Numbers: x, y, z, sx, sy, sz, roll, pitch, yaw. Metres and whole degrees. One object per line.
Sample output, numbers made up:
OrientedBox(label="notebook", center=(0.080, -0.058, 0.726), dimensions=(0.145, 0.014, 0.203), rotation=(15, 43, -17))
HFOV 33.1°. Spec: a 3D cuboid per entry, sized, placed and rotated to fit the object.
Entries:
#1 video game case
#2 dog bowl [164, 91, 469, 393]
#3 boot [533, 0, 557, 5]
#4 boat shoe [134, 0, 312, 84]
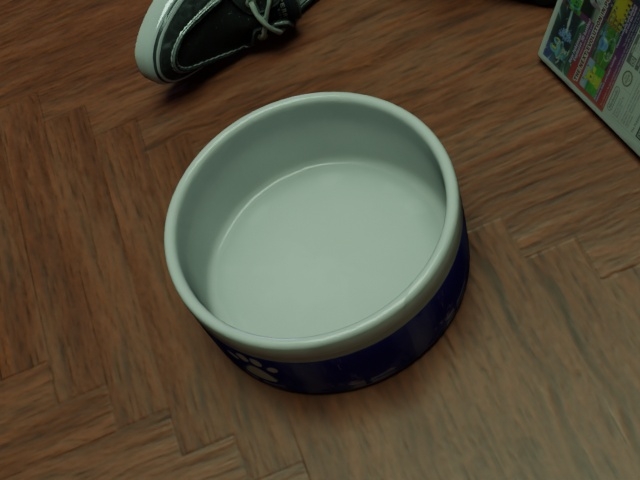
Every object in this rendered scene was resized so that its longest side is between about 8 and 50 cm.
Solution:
OrientedBox(label="video game case", center=(0.285, -0.196, 0.967), dimensions=(0.023, 0.201, 0.183), rotation=(-16, 52, -26))
OrientedBox(label="dog bowl", center=(0.000, 0.000, 0.974), dimensions=(0.265, 0.104, 0.265), rotation=(-8, 57, 12))
OrientedBox(label="boot", center=(0.293, -0.349, 1.015), dimensions=(0.348, 0.260, 0.131), rotation=(13, 63, 22))
OrientedBox(label="boat shoe", center=(-0.066, -0.266, 1.165), dimensions=(0.102, 0.108, 0.301), rotation=(34, 66, 32))
